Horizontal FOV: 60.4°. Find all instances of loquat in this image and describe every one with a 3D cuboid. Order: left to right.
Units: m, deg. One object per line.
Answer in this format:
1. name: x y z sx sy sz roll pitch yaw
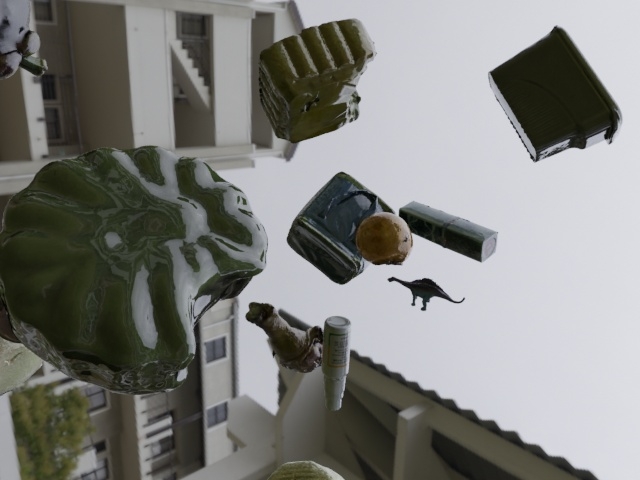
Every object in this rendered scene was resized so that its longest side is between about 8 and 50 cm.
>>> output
1. loquat: 0.156 -0.003 1.329 0.141 0.141 0.141 17 -67 46

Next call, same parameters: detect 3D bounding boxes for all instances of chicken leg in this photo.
1. chicken leg: -0.084 0.323 1.807 0.140 0.211 0.361 -100 168 -45

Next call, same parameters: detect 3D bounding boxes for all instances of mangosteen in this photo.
1. mangosteen: -0.836 -0.527 1.308 0.297 0.297 0.313 -20 -90 50

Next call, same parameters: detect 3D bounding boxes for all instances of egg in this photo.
1. egg: -0.859 0.239 1.463 0.201 0.337 0.337 -23 -97 34

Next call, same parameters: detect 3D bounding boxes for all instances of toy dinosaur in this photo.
1. toy dinosaur: 0.258 0.130 1.361 0.197 0.045 0.080 15 -50 22

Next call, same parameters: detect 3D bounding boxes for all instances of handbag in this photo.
1. handbag: 0.065 -0.034 1.646 0.263 0.241 0.222 41 -28 3

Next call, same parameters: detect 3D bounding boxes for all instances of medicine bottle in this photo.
1. medicine bottle: 0.037 0.273 1.240 0.061 0.092 0.221 8 -69 13

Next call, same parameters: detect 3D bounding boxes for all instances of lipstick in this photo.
1. lipstick: 0.340 -0.030 1.508 0.289 0.076 0.077 28 -43 43

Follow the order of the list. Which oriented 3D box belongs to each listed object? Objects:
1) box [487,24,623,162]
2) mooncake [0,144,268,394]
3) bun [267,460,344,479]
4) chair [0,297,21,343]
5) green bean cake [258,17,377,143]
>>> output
1. box: 0.501 -0.301 1.195 0.178 0.138 0.274 -27 -112 15
2. mooncake: -0.254 0.023 0.759 0.351 0.351 0.187 58 -31 21
3. bun: -0.030 0.609 1.217 0.229 0.229 0.145 16 -37 46
4. chair: -0.401 0.049 0.978 0.183 0.326 0.176 -1 -69 36
5. green bean cake: -0.002 -0.317 1.130 0.236 0.233 0.124 100 -34 -70
